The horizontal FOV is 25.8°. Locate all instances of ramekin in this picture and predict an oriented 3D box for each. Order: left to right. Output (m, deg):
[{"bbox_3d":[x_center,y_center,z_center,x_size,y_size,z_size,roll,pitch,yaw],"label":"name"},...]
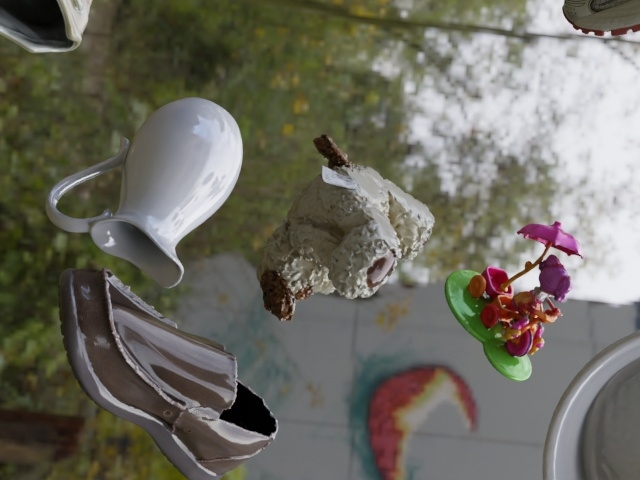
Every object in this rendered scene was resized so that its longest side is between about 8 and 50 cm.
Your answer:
[{"bbox_3d":[0.352,0.204,1.300,0.135,0.277,0.277,-16,114,-74],"label":"ramekin"}]

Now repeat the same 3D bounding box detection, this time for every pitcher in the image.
[{"bbox_3d":[-0.192,-0.070,1.564,0.125,0.178,0.207,108,7,-56],"label":"pitcher"}]

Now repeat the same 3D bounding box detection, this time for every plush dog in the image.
[{"bbox_3d":[0.000,0.000,1.918,0.225,0.210,0.262,-44,177,25],"label":"plush dog"}]

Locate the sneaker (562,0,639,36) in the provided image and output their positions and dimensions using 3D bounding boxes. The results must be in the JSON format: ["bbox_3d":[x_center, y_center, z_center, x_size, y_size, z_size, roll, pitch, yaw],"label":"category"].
[{"bbox_3d":[0.247,-0.210,0.896,0.225,0.092,0.088,-34,-177,32],"label":"sneaker"}]

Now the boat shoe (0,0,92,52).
[{"bbox_3d":[-0.247,-0.218,0.976,0.302,0.113,0.103,20,59,-63],"label":"boat shoe"}]

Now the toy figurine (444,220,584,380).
[{"bbox_3d":[0.254,0.056,1.687,0.159,0.130,0.173,-50,-139,34],"label":"toy figurine"}]

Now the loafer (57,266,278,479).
[{"bbox_3d":[-0.156,0.131,1.502,0.366,0.130,0.134,53,18,-50],"label":"loafer"}]
